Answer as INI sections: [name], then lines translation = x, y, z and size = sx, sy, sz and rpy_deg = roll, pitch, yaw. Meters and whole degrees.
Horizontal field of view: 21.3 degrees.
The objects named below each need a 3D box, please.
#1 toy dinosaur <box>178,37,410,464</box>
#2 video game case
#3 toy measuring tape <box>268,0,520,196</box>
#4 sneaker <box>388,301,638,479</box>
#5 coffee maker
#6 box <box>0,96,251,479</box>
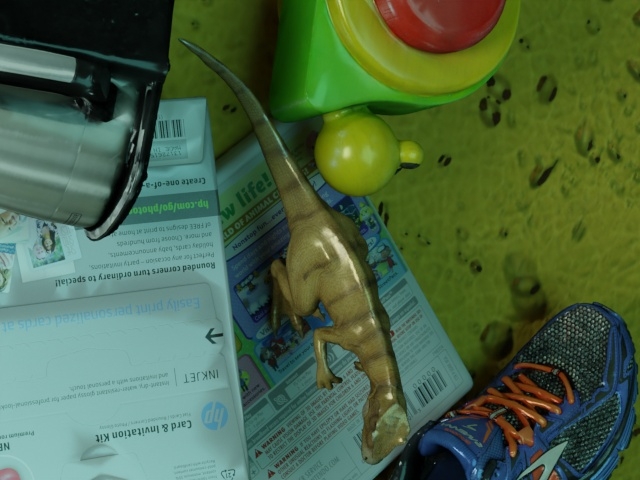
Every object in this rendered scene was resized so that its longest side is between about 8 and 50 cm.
[toy dinosaur]
translation = 0.000, 0.000, 0.812
size = 0.064, 0.112, 0.211
rpy_deg = -26, 86, -12
[video game case]
translation = -0.039, 0.065, 0.871
size = 0.212, 0.023, 0.193
rpy_deg = -40, 115, -20
[toy measuring tape]
translation = 0.049, -0.181, 0.849
size = 0.121, 0.121, 0.330
rpy_deg = 13, 80, -32
[sneaker]
translation = 0.094, 0.118, 0.911
size = 0.221, 0.083, 0.087
rpy_deg = -51, 141, -17
[coffee maker]
translation = -0.159, -0.095, 0.711
size = 0.178, 0.120, 0.171
rpy_deg = 13, 51, -19
[box]
translation = -0.114, 0.032, 0.785
size = 0.145, 0.038, 0.186
rpy_deg = -7, 89, -23
